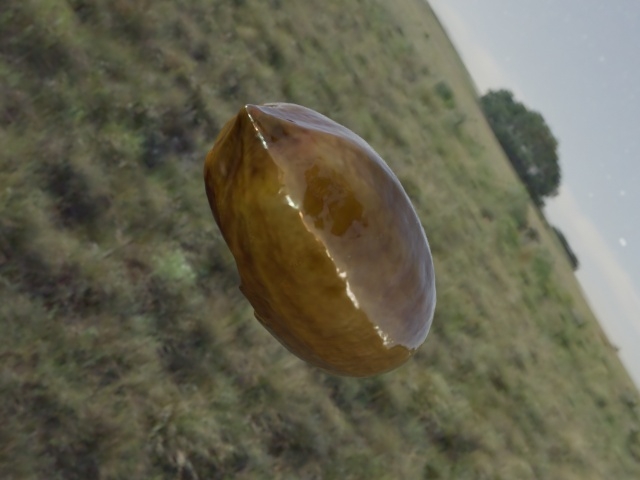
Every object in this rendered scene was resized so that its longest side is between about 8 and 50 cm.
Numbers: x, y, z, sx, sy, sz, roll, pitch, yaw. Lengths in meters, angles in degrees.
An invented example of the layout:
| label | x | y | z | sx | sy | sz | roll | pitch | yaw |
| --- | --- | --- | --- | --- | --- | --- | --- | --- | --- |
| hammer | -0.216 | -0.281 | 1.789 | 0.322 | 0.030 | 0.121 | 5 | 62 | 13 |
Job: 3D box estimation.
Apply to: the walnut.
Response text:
| label | x | y | z | sx | sy | sz | roll | pitch | yaw |
| --- | --- | --- | --- | --- | --- | --- | --- | --- | --- |
| walnut | 0.000 | 0.000 | 0.573 | 0.207 | 0.115 | 0.116 | 57 | 8 | -48 |
